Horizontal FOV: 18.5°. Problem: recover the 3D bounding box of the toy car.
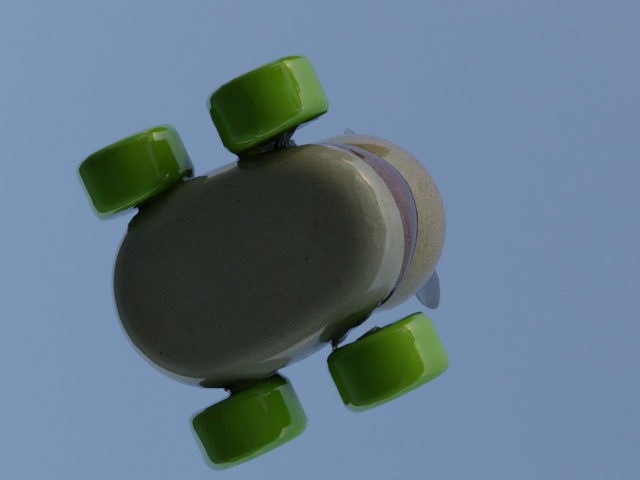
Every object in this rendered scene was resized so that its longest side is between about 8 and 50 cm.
[{"bbox_3d":[0.000,0.000,0.941,0.149,0.188,0.155,-25,-91,25],"label":"toy car"}]
